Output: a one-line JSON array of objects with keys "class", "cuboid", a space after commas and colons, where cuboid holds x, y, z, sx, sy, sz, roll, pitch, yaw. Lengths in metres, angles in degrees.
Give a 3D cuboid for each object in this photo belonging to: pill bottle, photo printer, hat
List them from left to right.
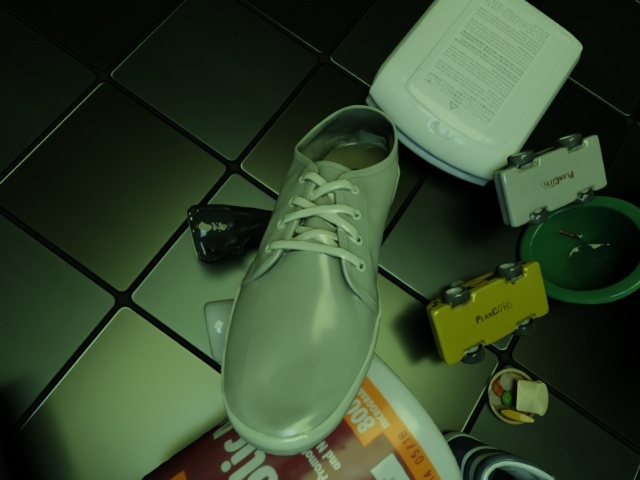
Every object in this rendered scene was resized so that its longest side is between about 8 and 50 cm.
[{"class": "pill bottle", "cuboid": [-0.063, 0.301, 0.507, 0.392, 0.224, 0.224, -33, 82, -15]}, {"class": "photo printer", "cuboid": [0.239, -0.254, 0.756, 0.256, 0.107, 0.307, 36, 74, 2]}, {"class": "hat", "cuboid": [0.445, 0.041, 0.750, 0.208, 0.183, 0.173, -8, 63, 33]}]

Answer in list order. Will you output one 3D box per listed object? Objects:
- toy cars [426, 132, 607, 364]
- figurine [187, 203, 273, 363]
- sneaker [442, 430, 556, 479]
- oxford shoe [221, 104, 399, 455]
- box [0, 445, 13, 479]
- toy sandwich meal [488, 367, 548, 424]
[{"class": "toy cars", "cuboid": [0.270, 0.003, 0.678, 0.176, 0.087, 0.394, 31, 82, -21]}, {"class": "figurine", "cuboid": [-0.061, 0.043, 0.652, 0.209, 0.092, 0.215, -10, 78, -14]}, {"class": "sneaker", "cuboid": [0.273, 0.356, 0.574, 0.282, 0.153, 0.099, 42, 74, 4]}, {"class": "oxford shoe", "cuboid": [0.000, 0.000, 0.532, 0.169, 0.130, 0.449, 10, 52, 13]}, {"class": "box", "cuboid": [-0.496, 0.371, 0.448, 0.395, 0.097, 0.318, -27, 78, -10]}, {"class": "toy sandwich meal", "cuboid": [0.283, 0.224, 0.675, 0.085, 0.029, 0.086, 2, 75, -7]}]
